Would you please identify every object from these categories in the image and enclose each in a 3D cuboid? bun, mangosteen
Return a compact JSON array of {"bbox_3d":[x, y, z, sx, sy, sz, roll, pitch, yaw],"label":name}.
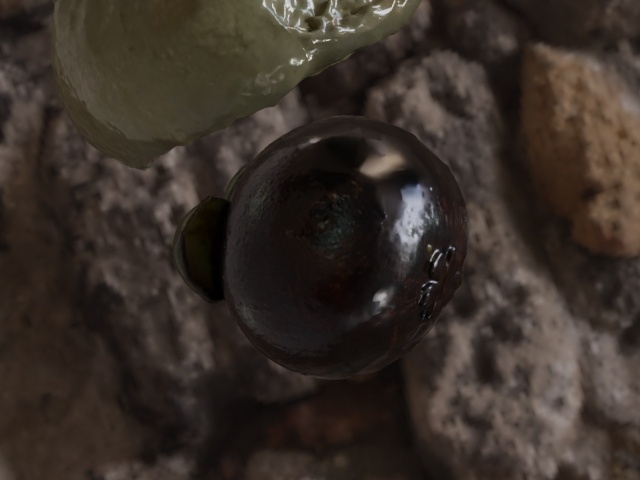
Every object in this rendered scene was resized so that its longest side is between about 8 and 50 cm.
[{"bbox_3d":[-0.077,-0.231,1.281,0.202,0.364,0.364,57,9,-18],"label":"bun"},{"bbox_3d":[0.012,0.004,1.835,0.330,0.330,0.330,-19,90,-86],"label":"mangosteen"}]
